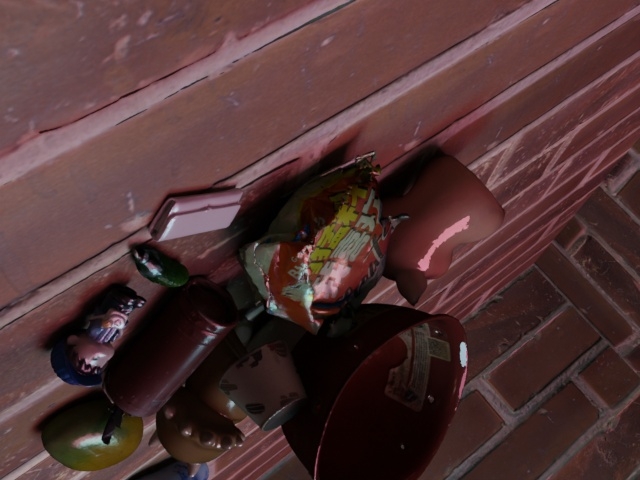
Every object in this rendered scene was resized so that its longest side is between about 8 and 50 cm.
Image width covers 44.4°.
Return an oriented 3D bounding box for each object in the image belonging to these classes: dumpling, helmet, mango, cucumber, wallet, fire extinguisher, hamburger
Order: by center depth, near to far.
[{"bbox_3d":[-0.143,-0.032,0.924,0.122,0.025,0.061,-14,142,-55],"label":"wallet"},{"bbox_3d":[-0.197,0.036,0.957,0.037,0.037,0.155,-41,163,0],"label":"cucumber"},{"bbox_3d":[-0.232,0.177,1.121,0.269,0.105,0.104,-47,162,21],"label":"fire extinguisher"},{"bbox_3d":[-0.004,0.004,1.150,0.261,0.150,0.276,-54,147,-14],"label":"hamburger"},{"bbox_3d":[-0.349,0.300,1.211,0.130,0.092,0.194,-43,154,14],"label":"mango"},{"bbox_3d":[0.051,0.246,1.303,0.385,0.230,0.338,-25,127,-37],"label":"helmet"},{"bbox_3d":[-0.062,0.207,1.528,0.227,0.243,0.175,-49,134,-51],"label":"dumpling"}]

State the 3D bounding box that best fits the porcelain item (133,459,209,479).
[{"bbox_3d":[-0.368,0.591,1.817,0.141,0.141,0.259,-52,170,34],"label":"porcelain item"}]

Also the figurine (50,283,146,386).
[{"bbox_3d":[-0.277,0.114,0.956,0.136,0.079,0.077,-65,159,-1],"label":"figurine"}]

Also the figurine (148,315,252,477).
[{"bbox_3d":[-0.190,0.283,1.349,0.247,0.177,0.173,-37,-175,27],"label":"figurine"}]

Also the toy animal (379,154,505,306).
[{"bbox_3d":[0.186,-0.036,1.377,0.256,0.195,0.213,-42,171,-2],"label":"toy animal"}]

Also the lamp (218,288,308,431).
[{"bbox_3d":[-0.109,0.171,1.162,0.121,0.215,0.121,-30,155,-16],"label":"lamp"}]
